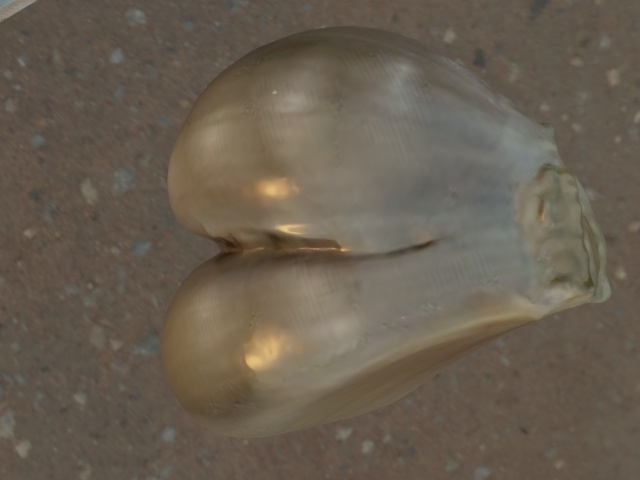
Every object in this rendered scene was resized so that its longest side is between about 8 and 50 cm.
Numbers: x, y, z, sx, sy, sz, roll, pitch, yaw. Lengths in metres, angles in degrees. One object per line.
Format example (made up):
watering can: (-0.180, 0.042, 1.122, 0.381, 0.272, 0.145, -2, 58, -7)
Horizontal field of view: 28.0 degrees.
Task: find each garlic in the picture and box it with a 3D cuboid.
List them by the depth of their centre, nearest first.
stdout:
garlic: (0.000, 0.000, 0.843, 0.245, 0.340, 0.231, -17, 82, -21)

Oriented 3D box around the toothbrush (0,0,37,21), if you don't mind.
toothbrush: (-0.382, -0.287, 1.571, 0.375, 0.037, 0.028, -39, 145, -31)
